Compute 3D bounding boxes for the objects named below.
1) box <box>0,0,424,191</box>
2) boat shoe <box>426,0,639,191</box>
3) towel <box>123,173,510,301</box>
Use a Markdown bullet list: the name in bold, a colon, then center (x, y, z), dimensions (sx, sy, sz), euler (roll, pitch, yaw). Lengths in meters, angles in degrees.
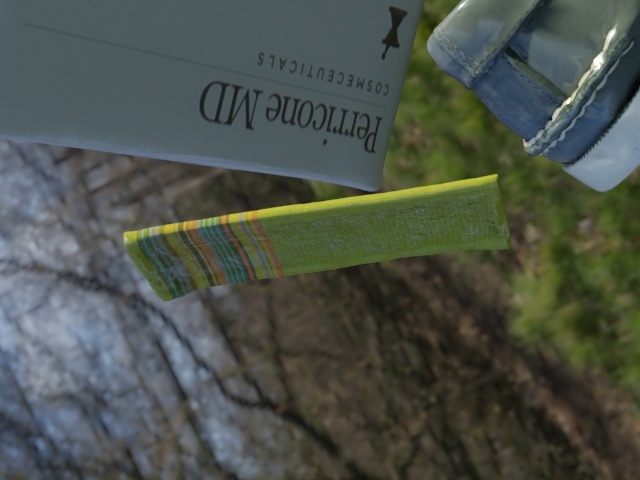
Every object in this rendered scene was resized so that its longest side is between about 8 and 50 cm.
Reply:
- **box**: center (-0.087, -0.095, 0.491), dimensions (0.182, 0.119, 0.181), euler (17, -173, 33)
- **boat shoe**: center (0.127, -0.166, 0.724), dimensions (0.099, 0.319, 0.116), euler (27, 145, -7)
- **towel**: center (0.000, 0.000, 1.082), dimensions (0.102, 0.237, 0.021), euler (60, -157, -70)
